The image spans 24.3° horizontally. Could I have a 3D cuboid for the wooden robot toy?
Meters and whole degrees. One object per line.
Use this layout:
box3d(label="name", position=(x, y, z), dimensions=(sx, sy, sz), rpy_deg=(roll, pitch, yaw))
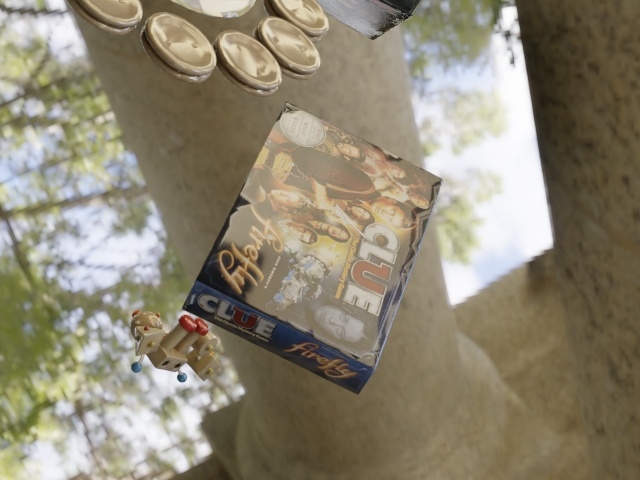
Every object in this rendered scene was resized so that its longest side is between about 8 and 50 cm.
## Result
box3d(label="wooden robot toy", position=(-0.168, 0.099, 1.614), dimensions=(0.076, 0.173, 0.079), rpy_deg=(-50, -117, 8))

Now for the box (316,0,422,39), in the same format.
box3d(label="box", position=(-0.027, -0.233, 1.118), dimensions=(0.220, 0.175, 0.051), rpy_deg=(30, -92, -7))

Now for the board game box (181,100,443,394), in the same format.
box3d(label="board game box", position=(0.000, 0.000, 1.289), dimensions=(0.165, 0.042, 0.243), rpy_deg=(26, -134, -3))

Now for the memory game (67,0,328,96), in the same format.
box3d(label="memory game", position=(-0.074, -0.138, 0.711), dimensions=(0.012, 0.186, 0.186), rpy_deg=(-47, -149, 33))
